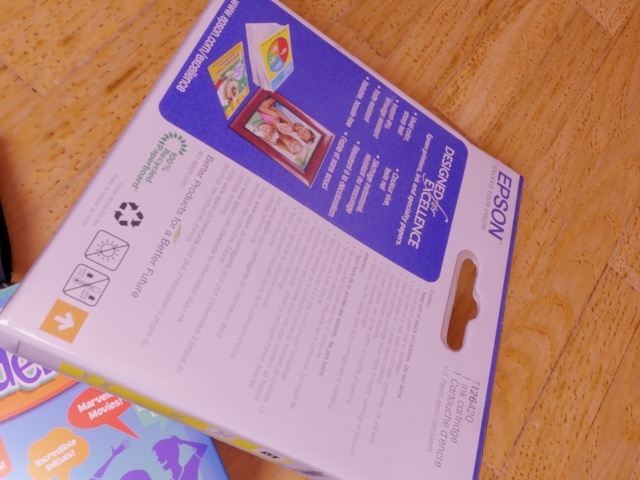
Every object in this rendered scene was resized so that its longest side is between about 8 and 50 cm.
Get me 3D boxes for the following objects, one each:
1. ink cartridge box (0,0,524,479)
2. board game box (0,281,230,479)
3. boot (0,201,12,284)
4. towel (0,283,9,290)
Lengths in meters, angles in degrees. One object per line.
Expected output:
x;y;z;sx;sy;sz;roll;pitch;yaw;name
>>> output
0.000;0.000;0.403;0.307;0.072;0.304;32;58;-18;ink cartridge box
-0.159;0.128;0.351;0.160;0.047;0.210;-24;84;-20;board game box
-0.271;-0.016;0.371;0.099;0.045;0.121;-14;74;-23;boot
-0.200;0.113;0.378;0.152;0.023;0.113;38;68;-7;towel
